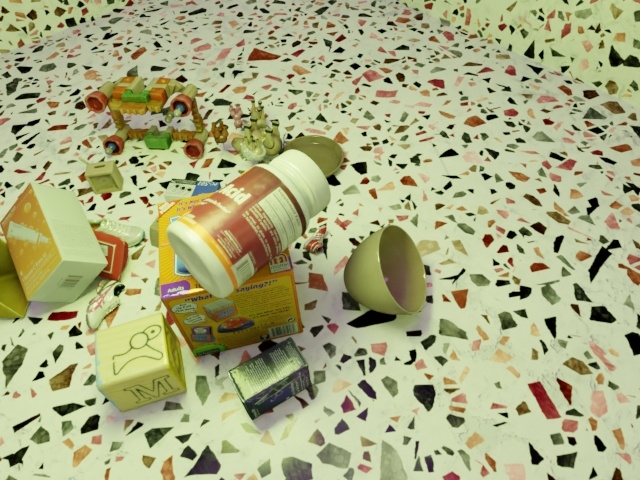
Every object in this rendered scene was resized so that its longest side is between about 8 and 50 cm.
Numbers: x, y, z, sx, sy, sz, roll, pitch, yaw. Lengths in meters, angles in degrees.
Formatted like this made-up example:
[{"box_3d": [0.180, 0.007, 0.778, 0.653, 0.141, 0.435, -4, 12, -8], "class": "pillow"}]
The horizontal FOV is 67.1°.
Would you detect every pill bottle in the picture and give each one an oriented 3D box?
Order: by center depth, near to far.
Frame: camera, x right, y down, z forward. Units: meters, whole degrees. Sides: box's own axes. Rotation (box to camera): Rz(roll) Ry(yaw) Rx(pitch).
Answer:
[{"box_3d": [-0.172, -0.056, 1.244, 0.224, 0.224, 0.392, 35, 61, 27], "class": "pill bottle"}]

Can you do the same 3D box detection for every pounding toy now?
[{"box_3d": [-0.903, -0.273, 1.981, 0.141, 0.130, 0.100, -9, 51, -3], "class": "pounding toy"}]

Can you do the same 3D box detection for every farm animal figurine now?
[{"box_3d": [-0.287, -0.442, 2.055, 0.327, 0.172, 0.330, 26, 46, 25], "class": "farm animal figurine"}]

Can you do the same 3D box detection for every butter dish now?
[{"box_3d": [-0.749, 0.047, 1.732, 0.160, 0.159, 0.118, 14, 11, 14], "class": "butter dish"}]

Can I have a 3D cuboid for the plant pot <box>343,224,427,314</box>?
[{"box_3d": [0.186, 0.111, 1.544, 0.191, 0.284, 0.284, -19, 42, 35], "class": "plant pot"}]

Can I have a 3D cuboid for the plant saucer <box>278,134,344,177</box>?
[{"box_3d": [-0.039, -0.342, 2.036, 0.278, 0.041, 0.278, -1, 51, 2], "class": "plant saucer"}]

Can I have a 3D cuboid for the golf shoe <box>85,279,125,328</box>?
[{"box_3d": [-0.724, 0.212, 1.623, 0.086, 0.067, 0.186, 4, 52, 5], "class": "golf shoe"}]

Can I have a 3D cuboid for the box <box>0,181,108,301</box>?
[{"box_3d": [-0.911, 0.009, 1.642, 0.215, 0.168, 0.345, -44, 65, 17], "class": "box"}]

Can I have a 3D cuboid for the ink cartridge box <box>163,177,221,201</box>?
[{"box_3d": [-0.513, -0.195, 1.947, 0.207, 0.046, 0.097, 6, 54, 8], "class": "ink cartridge box"}]

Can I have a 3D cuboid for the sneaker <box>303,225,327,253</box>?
[{"box_3d": [0.000, 0.000, 1.759, 0.067, 0.042, 0.118, 31, 67, 29], "class": "sneaker"}]

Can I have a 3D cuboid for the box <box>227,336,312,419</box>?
[{"box_3d": [-0.141, 0.396, 1.384, 0.207, 0.153, 0.108, -28, 55, -16], "class": "box"}]

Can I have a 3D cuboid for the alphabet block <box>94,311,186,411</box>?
[{"box_3d": [-0.524, 0.356, 1.416, 0.197, 0.193, 0.192, -15, 54, -8], "class": "alphabet block"}]

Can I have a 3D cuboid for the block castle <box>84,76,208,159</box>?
[{"box_3d": [-0.728, -0.504, 2.048, 0.453, 0.303, 0.213, 4, 46, 7], "class": "block castle"}]

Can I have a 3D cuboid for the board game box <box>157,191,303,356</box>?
[{"box_3d": [-0.273, 0.092, 1.503, 0.357, 0.356, 0.356, -12, 52, -6], "class": "board game box"}]

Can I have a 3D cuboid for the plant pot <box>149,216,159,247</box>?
[{"box_3d": [-0.570, -0.035, 1.791, 0.109, 0.096, 0.109, 18, 55, 18], "class": "plant pot"}]

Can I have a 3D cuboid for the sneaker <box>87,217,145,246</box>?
[{"box_3d": [-0.775, -0.032, 1.806, 0.229, 0.092, 0.087, 2, 50, 4], "class": "sneaker"}]

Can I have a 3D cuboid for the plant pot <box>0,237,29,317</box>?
[{"box_3d": [-1.130, 0.144, 1.630, 0.187, 0.212, 0.212, -15, 51, 8], "class": "plant pot"}]
